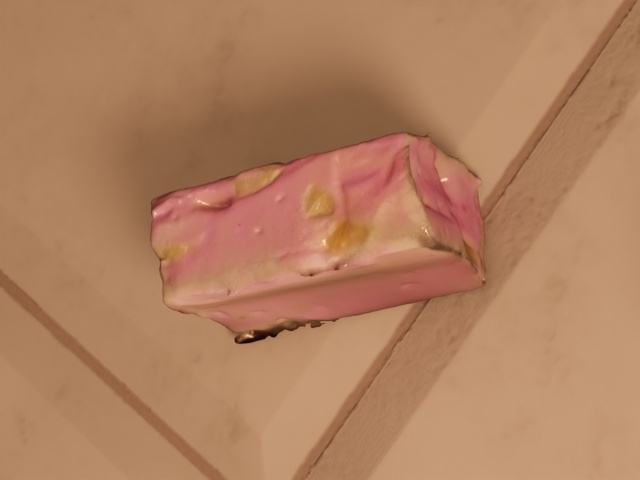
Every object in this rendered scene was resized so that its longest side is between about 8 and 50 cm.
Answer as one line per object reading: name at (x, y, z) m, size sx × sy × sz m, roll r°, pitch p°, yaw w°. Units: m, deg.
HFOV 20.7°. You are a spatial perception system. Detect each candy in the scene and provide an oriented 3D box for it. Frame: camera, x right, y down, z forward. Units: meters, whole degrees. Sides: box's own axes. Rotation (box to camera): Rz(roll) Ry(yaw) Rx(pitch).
candy at (0.000, 0.000, 1.498) m, size 0.265 × 0.155 × 0.115 m, roll -13°, pitch 68°, yaw 26°
